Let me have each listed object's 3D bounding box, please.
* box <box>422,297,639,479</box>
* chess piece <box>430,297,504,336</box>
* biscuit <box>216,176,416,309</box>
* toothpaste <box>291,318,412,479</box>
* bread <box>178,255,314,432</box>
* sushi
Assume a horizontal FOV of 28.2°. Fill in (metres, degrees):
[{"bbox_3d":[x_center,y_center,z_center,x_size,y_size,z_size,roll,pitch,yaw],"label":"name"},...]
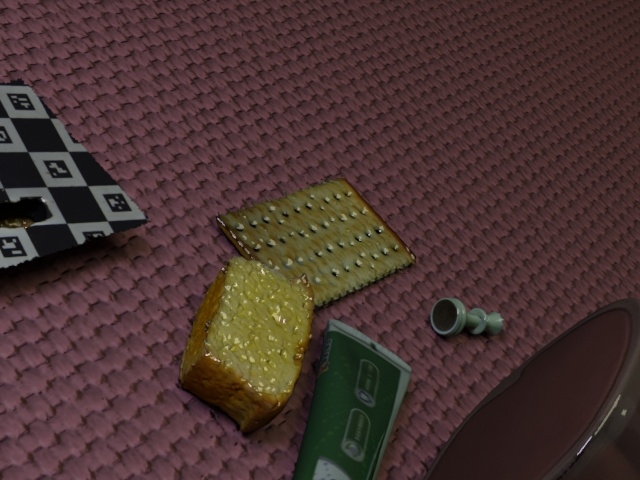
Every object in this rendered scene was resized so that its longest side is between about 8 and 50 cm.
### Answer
[{"bbox_3d":[0.233,0.229,1.063,0.216,0.301,0.301,44,33,-5],"label":"box"},{"bbox_3d":[0.162,0.086,1.372,0.093,0.042,0.042,11,42,-44],"label":"chess piece"},{"bbox_3d":[0.000,0.000,1.338,0.139,0.016,0.231,48,35,14],"label":"biscuit"},{"bbox_3d":[0.011,0.198,1.083,0.099,0.061,0.392,33,31,-8],"label":"toothpaste"},{"bbox_3d":[-0.063,0.087,1.139,0.103,0.065,0.187,27,37,-13],"label":"bread"},{"bbox_3d":[-0.303,-0.036,1.076,0.192,0.043,0.279,47,35,13],"label":"sushi"}]
